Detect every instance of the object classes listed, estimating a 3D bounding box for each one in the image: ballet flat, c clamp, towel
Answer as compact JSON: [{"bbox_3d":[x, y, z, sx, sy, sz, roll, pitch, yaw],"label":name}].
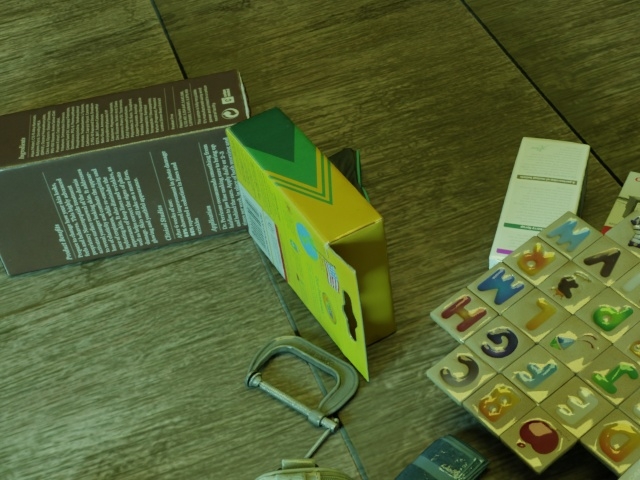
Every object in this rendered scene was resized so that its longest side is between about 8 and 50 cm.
[{"bbox_3d":[0.032,-0.059,1.469,0.074,0.074,0.203,-9,37,0],"label":"ballet flat"},{"bbox_3d":[-0.029,0.176,1.268,0.161,0.022,0.137,31,57,34],"label":"c clamp"},{"bbox_3d":[0.121,0.262,1.148,0.119,0.029,0.067,-38,49,-26],"label":"towel"}]

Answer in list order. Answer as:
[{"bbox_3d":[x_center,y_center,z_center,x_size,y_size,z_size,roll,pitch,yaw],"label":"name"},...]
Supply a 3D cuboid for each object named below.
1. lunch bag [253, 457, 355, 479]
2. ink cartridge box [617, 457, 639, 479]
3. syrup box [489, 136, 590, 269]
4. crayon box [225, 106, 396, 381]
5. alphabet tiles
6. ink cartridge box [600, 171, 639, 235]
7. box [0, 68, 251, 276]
[{"bbox_3d":[-0.008,0.373,0.891,0.213,0.256,0.305,-6,44,4],"label":"lunch bag"},{"bbox_3d":[0.286,0.347,0.930,0.296,0.066,0.261,-43,23,-1],"label":"ink cartridge box"},{"bbox_3d":[0.283,-0.021,1.366,0.096,0.093,0.237,9,47,17],"label":"syrup box"},{"bbox_3d":[0.000,0.000,1.319,0.081,0.202,0.318,-25,47,-16],"label":"crayon box"},{"bbox_3d":[0.301,0.101,1.174,0.342,0.011,0.285,-34,52,-19],"label":"alphabet tiles"},{"bbox_3d":[0.425,-0.012,1.355,0.109,0.063,0.150,16,49,24],"label":"ink cartridge box"},{"bbox_3d":[-0.274,-0.092,1.471,0.382,0.191,0.143,-12,43,-4],"label":"box"}]
